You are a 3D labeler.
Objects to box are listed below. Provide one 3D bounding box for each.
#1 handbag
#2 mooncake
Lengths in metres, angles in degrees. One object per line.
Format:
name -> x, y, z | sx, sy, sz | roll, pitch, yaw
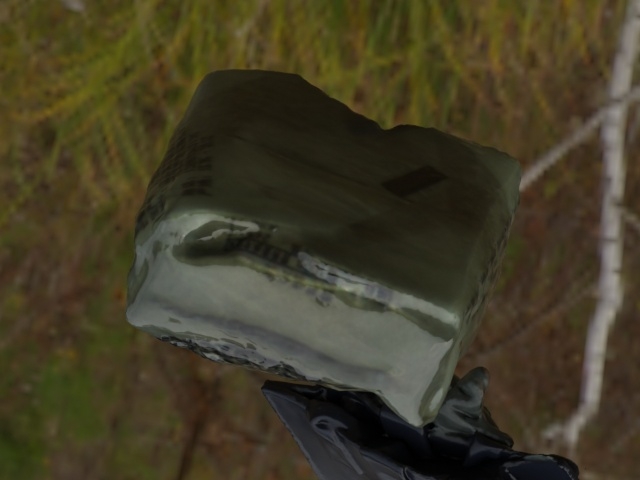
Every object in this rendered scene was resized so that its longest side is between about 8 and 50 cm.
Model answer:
handbag -> 0.113, 0.203, 1.741 | 0.326, 0.118, 0.269 | 22, 157, 38
mooncake -> -0.001, 0.005, 1.356 | 0.250, 0.254, 0.136 | 17, 124, 7
